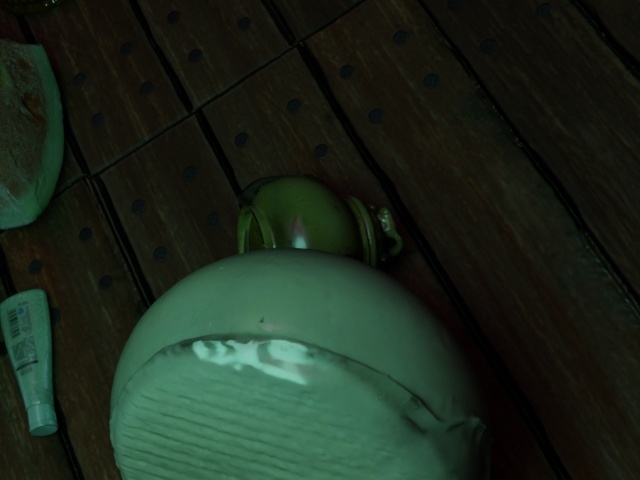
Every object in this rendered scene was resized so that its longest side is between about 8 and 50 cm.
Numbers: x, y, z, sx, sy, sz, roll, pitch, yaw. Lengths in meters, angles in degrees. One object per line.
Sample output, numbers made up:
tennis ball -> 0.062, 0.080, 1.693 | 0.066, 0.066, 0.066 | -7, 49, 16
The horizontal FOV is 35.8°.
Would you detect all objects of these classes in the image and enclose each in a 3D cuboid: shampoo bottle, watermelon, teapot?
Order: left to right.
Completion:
watermelon -> -0.460, -0.169, 1.337 | 0.251, 0.292, 0.283 | 18, 77, -6
shampoo bottle -> -0.370, 0.157, 1.273 | 0.069, 0.041, 0.190 | -21, 63, 4
teapot -> 0.000, 0.000, 1.156 | 0.183, 0.173, 0.269 | -8, 37, -19

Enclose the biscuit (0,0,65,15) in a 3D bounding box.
biscuit -> -0.439, -0.453, 1.540 | 0.221, 0.066, 0.220 | -8, 66, 18

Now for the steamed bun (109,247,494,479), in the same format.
steamed bun -> -0.014, 0.161, 0.987 | 0.375, 0.374, 0.241 | -5, 35, 18
